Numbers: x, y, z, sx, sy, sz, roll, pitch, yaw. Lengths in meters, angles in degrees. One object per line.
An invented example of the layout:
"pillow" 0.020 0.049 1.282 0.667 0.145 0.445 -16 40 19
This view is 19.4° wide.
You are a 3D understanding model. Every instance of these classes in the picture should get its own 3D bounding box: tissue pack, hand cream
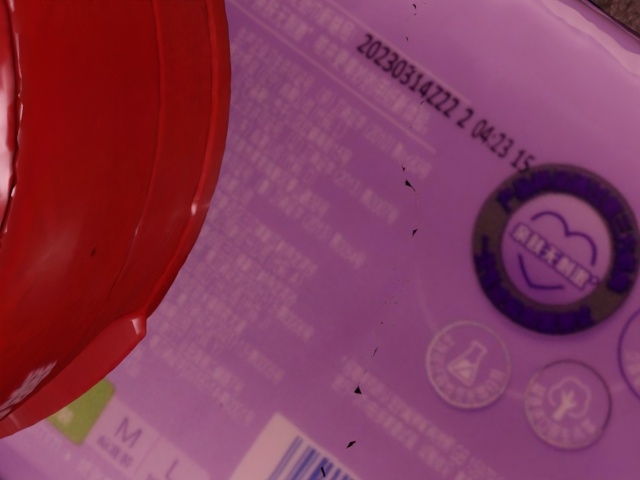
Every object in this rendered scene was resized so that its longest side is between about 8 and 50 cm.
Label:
"tissue pack" 0.000 0.000 0.633 0.338 0.242 0.160 38 13 13
"hand cream" -0.146 -0.042 0.489 0.230 0.230 0.149 36 12 10
